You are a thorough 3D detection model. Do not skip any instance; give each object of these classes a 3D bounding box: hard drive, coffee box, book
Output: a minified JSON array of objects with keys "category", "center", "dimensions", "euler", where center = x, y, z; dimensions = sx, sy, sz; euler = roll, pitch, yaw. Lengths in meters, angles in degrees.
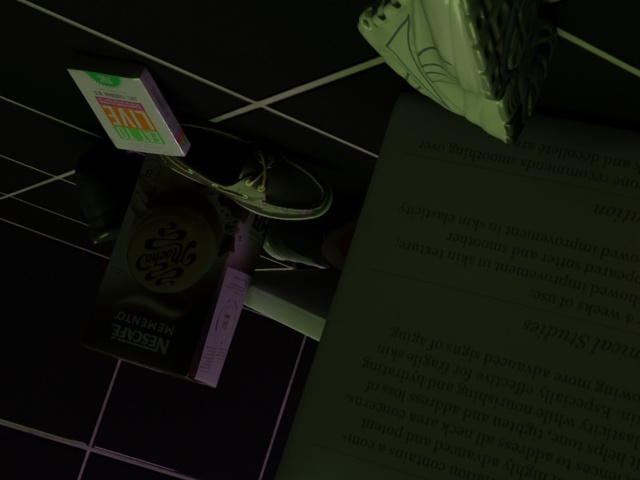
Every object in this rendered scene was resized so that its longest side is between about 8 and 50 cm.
[{"category":"hard drive","center":[0.061,0.097,1.655],"dimensions":[0.233,0.047,0.353],"euler":[-1,-169,-32]},{"category":"coffee box","center":[-0.187,0.034,1.659],"dimensions":[0.168,0.297,0.119],"euler":[14,170,18]},{"category":"book","center":[-0.214,-0.153,1.379],"dimensions":[0.096,0.035,0.144],"euler":[12,153,25]}]

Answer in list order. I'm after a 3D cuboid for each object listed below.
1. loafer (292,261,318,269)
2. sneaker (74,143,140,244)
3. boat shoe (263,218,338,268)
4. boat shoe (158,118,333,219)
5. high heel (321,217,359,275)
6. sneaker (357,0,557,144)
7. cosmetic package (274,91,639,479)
[{"category":"loafer","center":[0.069,0.089,2.126],"dimensions":[0.268,0.096,0.084],"euler":[16,164,24]},{"category":"sneaker","center":[-0.304,-0.085,1.812],"dimensions":[0.109,0.130,0.286],"euler":[-23,-169,-2]},{"category":"boat shoe","center":[0.000,0.001,1.832],"dimensions":[0.081,0.079,0.227],"euler":[-2,165,38]},{"category":"boat shoe","center":[-0.094,-0.085,1.474],"dimensions":[0.228,0.081,0.068],"euler":[20,174,3]},{"category":"high heel","center":[0.192,0.061,1.606],"dimensions":[0.377,0.127,0.181],"euler":[11,158,18]},{"category":"sneaker","center":[0.079,-0.144,0.791],"dimensions":[0.129,0.111,0.297],"euler":[21,170,14]},{"category":"cosmetic package","center":[0.208,0.117,1.146],"dimensions":[0.329,0.393,0.327],"euler":[14,170,25]}]
